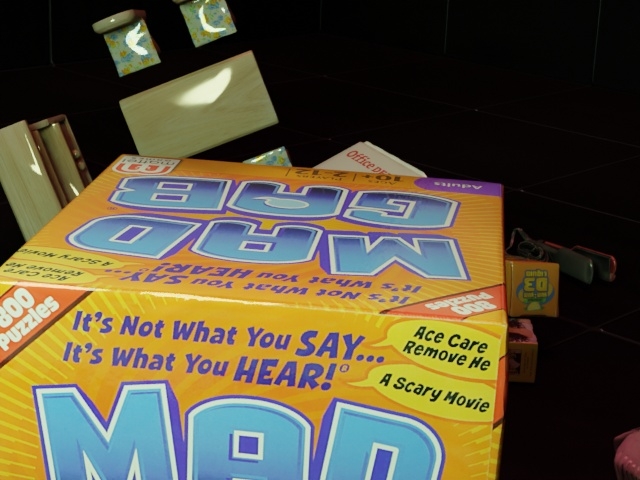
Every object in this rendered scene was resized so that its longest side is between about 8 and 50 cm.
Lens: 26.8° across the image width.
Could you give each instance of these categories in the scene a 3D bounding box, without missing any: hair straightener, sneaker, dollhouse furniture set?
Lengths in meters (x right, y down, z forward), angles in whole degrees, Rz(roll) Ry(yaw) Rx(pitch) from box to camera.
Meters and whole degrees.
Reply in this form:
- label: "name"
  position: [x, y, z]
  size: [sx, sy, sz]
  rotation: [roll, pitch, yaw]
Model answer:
- label: "hair straightener"
  position: [0.353, 0.020, 2.076]
  size: [0.089, 0.047, 0.230]
  rotation: [-6, 19, -25]
- label: "sneaker"
  position: [0.342, 0.241, 1.340]
  size: [0.095, 0.090, 0.235]
  rotation: [-4, 7, 12]
- label: "dollhouse furniture set"
  position: [-0.268, -0.160, 2.034]
  size: [0.394, 0.362, 0.256]
  rotation: [-20, 8, 5]

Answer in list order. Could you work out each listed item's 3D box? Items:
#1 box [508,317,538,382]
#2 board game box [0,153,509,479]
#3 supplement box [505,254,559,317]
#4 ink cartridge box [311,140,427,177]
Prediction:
- label: "box"
  position: [0.150, 0.132, 1.682]
  size: [0.232, 0.058, 0.087]
  rotation: [2, 18, 0]
- label: "board game box"
  position: [-0.039, 0.154, 1.102]
  size: [0.356, 0.356, 0.356]
  rotation: [5, 18, 6]
- label: "supplement box"
  position: [0.231, 0.055, 1.817]
  size: [0.078, 0.080, 0.233]
  rotation: [2, 5, -23]
- label: "ink cartridge box"
  position: [0.000, 0.000, 1.804]
  size: [0.283, 0.117, 0.207]
  rotation: [-29, 28, -14]
